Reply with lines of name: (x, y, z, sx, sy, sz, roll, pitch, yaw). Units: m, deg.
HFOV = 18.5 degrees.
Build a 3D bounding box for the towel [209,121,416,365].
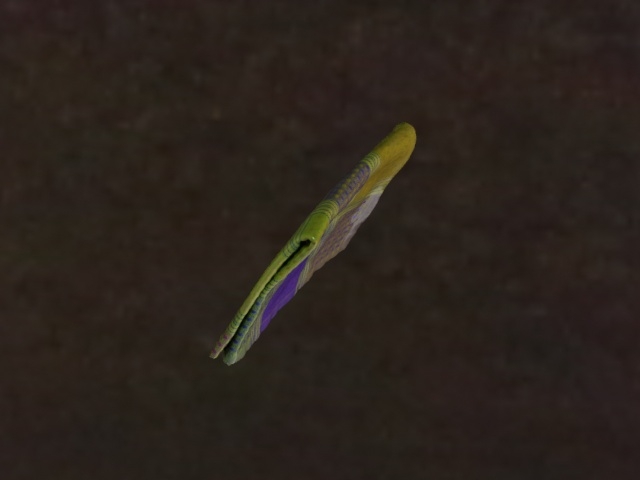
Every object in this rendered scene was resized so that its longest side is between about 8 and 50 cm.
towel: (0.000, 0.000, 0.582, 0.009, 0.083, 0.060, 38, 124, 4)
